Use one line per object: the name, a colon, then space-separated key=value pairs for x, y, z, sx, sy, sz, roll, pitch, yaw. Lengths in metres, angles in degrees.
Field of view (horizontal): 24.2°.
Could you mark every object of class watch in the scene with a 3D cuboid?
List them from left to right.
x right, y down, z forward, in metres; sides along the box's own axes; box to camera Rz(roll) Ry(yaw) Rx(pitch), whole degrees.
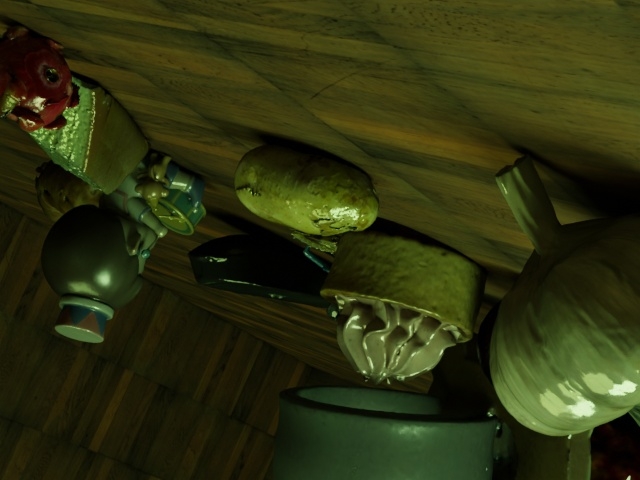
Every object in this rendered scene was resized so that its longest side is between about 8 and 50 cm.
watch: x=0.112 y=0.270 z=1.818 sx=0.326 sy=0.314 sz=0.335 roll=3 pitch=-177 yaw=-31

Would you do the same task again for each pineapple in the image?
pineapple: x=0.000 y=0.000 z=2.018 sx=0.083 sy=0.019 sz=0.045 roll=15 pitch=165 yaw=35

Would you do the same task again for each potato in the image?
potato: x=-0.015 y=-0.049 z=1.544 sx=0.170 sy=0.080 sz=0.107 roll=21 pitch=159 yaw=32

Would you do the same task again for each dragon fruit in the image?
dragon fruit: x=-0.297 y=-0.174 z=1.550 sx=0.112 sy=0.126 sz=0.068 roll=32 pitch=128 yaw=-16

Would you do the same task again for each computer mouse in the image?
computer mouse: x=-0.065 y=0.046 z=2.300 sx=0.295 sy=0.087 sz=0.168 roll=14 pitch=170 yaw=-26

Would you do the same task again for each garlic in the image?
garlic: x=0.203 y=0.031 z=1.176 sx=0.212 sy=0.218 sz=0.218 roll=53 pitch=174 yaw=7

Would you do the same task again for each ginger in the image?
ginger: x=-0.364 y=-0.074 z=2.299 sx=0.133 sy=0.107 sz=0.309 roll=42 pitch=162 yaw=-20

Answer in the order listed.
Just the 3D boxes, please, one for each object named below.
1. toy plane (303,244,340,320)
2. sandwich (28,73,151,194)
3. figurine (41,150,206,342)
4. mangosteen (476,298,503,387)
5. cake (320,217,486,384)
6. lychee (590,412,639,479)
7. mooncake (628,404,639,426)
toy plane: x=0.079 y=0.101 z=2.173 sx=0.254 sy=0.105 sz=0.271 roll=37 pitch=170 yaw=12
sandwich: x=-0.279 y=-0.125 z=1.781 sx=0.094 sy=0.096 sz=0.258 roll=28 pitch=171 yaw=16
figurine: x=-0.272 y=0.007 z=1.980 sx=0.161 sy=0.275 sz=0.158 roll=18 pitch=154 yaw=48
mangosteen: x=0.256 y=0.123 z=1.696 sx=0.152 sy=0.152 sz=0.152 roll=24 pitch=172 yaw=4
cake: x=0.084 y=0.084 z=1.775 sx=0.207 sy=0.178 sz=0.185 roll=21 pitch=173 yaw=41
lychee: x=0.361 y=0.399 z=2.128 sx=0.424 sy=0.425 sz=0.500 roll=26 pitch=166 yaw=-13
mooncake: x=0.371 y=0.129 z=1.374 sx=0.254 sy=0.136 sz=0.250 roll=16 pitch=165 yaw=44
